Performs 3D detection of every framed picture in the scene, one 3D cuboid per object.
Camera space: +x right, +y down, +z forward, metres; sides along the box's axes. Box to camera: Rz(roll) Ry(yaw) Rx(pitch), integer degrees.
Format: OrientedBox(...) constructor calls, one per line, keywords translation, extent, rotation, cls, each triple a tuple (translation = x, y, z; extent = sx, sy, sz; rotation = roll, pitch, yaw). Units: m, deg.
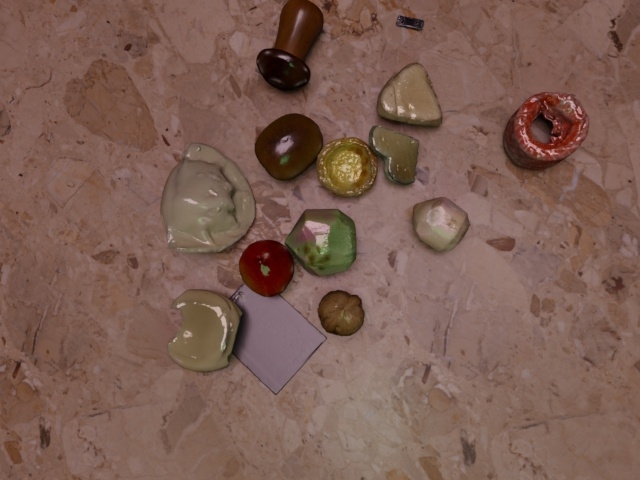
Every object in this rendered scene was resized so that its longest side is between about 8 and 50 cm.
OrientedBox(translation=(-0.187, 0.309, 1.818), extent=(0.338, 0.014, 0.255), rotation=(41, 88, 8), cls="framed picture")

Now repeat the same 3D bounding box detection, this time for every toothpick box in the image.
OrientedBox(translation=(-0.100, -0.662, 1.848), extent=(0.192, 0.192, 0.294), rotation=(17, 79, 7), cls="toothpick box")

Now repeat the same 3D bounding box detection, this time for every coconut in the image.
OrientedBox(translation=(0.379, -0.061, 1.736), extent=(0.183, 0.171, 0.171), rotation=(35, 87, 0), cls="coconut")
OrientedBox(translation=(0.000, 0.000, 1.746), extent=(0.236, 0.236, 0.205), rotation=(-7, 48, 4), cls="coconut")

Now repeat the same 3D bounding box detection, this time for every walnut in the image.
OrientedBox(translation=(0.067, 0.230, 1.720), extent=(0.155, 0.184, 0.155), rotation=(0, 81, -1), cls="walnut")

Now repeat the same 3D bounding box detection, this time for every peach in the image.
OrientedBox(translation=(-0.174, 0.084, 1.751), extent=(0.197, 0.197, 0.197), rotation=(-1, 83, 5), cls="peach")

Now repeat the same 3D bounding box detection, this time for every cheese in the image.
OrientedBox(translation=(-0.380, 0.296, 1.763), extent=(0.233, 0.127, 0.266), rotation=(15, 83, 7), cls="cheese")

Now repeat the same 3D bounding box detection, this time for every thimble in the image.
OrientedBox(translation=(0.723, -0.352, 1.743), extent=(0.239, 0.162, 0.239), rotation=(-1, 84, 5), cls="thimble")

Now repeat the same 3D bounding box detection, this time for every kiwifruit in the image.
OrientedBox(translation=(-0.100, -0.316, 1.800), extent=(0.234, 0.196, 0.196), rotation=(-35, 81, -6), cls="kiwifruit")

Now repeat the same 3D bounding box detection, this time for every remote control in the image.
OrientedBox(translation=(0.316, -0.767, 1.905), extent=(0.096, 0.014, 0.039), rotation=(16, 85, 8), cls="remote control")

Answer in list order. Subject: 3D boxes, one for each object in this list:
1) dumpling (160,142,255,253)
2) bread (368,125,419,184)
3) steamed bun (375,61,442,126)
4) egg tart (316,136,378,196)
OrientedBox(translation=(-0.373, -0.132, 1.823), extent=(0.315, 0.233, 0.395), rotation=(10, 67, -25), cls="dumpling")
OrientedBox(translation=(0.256, -0.300, 1.809), extent=(0.172, 0.064, 0.232), rotation=(-38, 102, -18), cls="bread")
OrientedBox(translation=(0.280, -0.471, 1.824), extent=(0.212, 0.110, 0.231), rotation=(-12, 79, -14), cls="steamed bun")
OrientedBox(translation=(0.089, -0.244, 1.811), extent=(0.212, 0.090, 0.213), rotation=(0, 91, -6), cls="egg tart")
